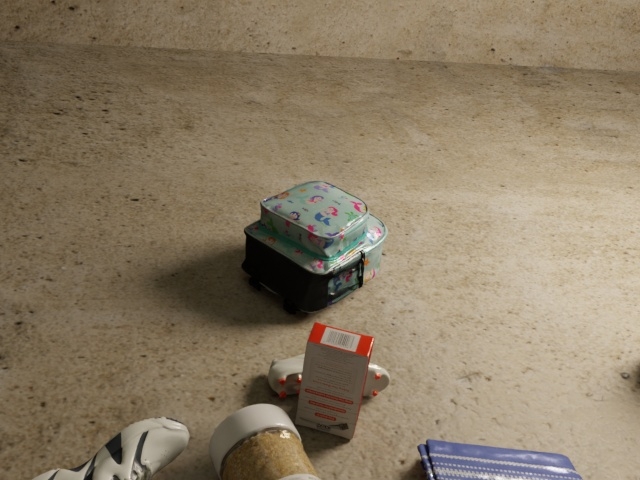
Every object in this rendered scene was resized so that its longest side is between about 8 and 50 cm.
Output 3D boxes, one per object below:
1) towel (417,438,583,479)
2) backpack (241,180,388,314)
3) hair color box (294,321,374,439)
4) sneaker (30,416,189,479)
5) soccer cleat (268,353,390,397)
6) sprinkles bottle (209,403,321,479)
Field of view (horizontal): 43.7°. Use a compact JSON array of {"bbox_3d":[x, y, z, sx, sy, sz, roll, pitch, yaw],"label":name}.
[{"bbox_3d":[0.270,0.382,1.051,0.243,0.040,0.336,7,21,-7],"label":"towel"},{"bbox_3d":[0.000,0.000,1.518,0.225,0.191,0.254,29,32,31],"label":"backpack"},{"bbox_3d":[0.020,0.210,1.188,0.093,0.167,0.053,14,31,8],"label":"hair color box"},{"bbox_3d":[-0.245,0.329,1.006,0.235,0.094,0.153,-18,42,-35],"label":"sneaker"},{"bbox_3d":[0.013,0.211,1.285,0.196,0.068,0.076,1,29,-7],"label":"soccer cleat"},{"bbox_3d":[-0.027,0.361,0.979,0.121,0.121,0.355,-8,35,-25],"label":"sprinkles bottle"}]
